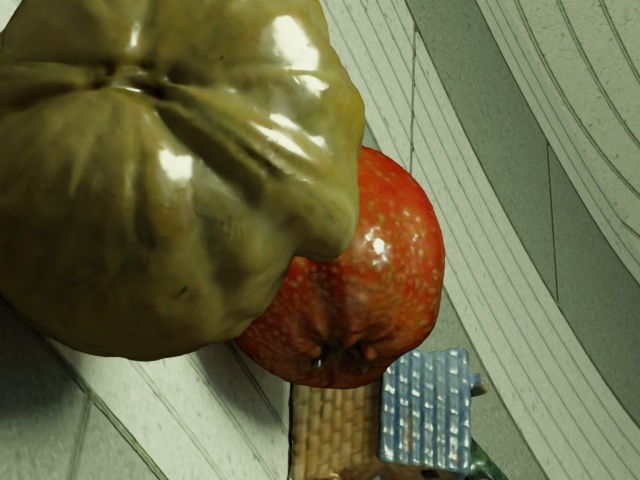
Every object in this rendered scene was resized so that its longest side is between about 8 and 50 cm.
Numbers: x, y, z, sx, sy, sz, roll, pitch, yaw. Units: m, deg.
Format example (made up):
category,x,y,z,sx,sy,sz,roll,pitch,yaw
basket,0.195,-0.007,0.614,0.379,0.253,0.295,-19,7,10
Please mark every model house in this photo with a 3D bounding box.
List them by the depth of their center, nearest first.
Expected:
category,x,y,z,sx,sy,sz,roll,pitch,yaw
model house,0.086,0.196,1.520,0.183,0.172,0.166,53,26,-40

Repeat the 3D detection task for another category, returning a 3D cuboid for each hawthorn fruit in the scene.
category,x,y,z,sx,sy,sz,roll,pitch,yaw
hawthorn fruit,0.000,0.000,1.442,0.205,0.205,0.253,44,28,-50

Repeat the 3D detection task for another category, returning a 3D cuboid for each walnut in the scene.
category,x,y,z,sx,sy,sz,roll,pitch,yaw
walnut,-0.107,-0.062,1.125,0.285,0.285,0.296,39,64,-55
